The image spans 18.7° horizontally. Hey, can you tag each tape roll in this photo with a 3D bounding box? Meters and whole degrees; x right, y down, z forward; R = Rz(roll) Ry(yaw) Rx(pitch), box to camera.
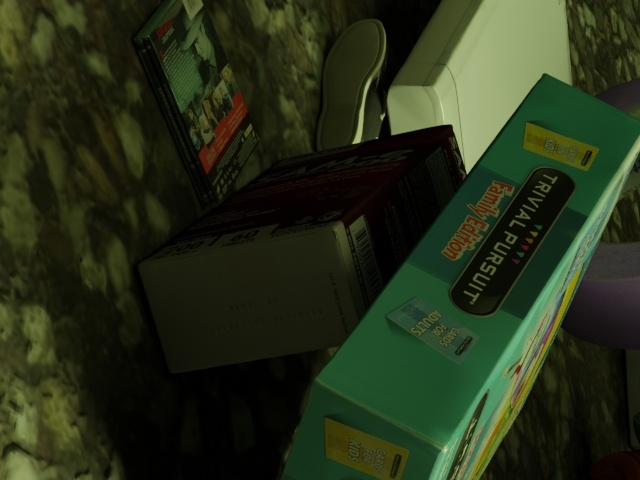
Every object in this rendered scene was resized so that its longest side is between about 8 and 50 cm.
[{"bbox_3d":[0.304,-0.032,1.718,0.090,0.275,0.275,60,30,-35],"label":"tape roll"}]

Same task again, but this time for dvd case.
[{"bbox_3d":[-0.075,-0.092,1.207,0.087,0.013,0.119,-63,138,-54],"label":"dvd case"}]

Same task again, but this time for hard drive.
[{"bbox_3d":[0.137,-0.110,1.569,0.353,0.047,0.233,-60,148,-51],"label":"hard drive"}]

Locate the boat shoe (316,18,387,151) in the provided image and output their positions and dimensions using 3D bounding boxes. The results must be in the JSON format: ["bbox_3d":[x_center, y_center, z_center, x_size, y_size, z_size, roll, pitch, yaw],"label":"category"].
[{"bbox_3d":[0.028,-0.103,1.404,0.038,0.046,0.125,51,40,-48],"label":"boat shoe"}]

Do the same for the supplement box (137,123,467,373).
[{"bbox_3d":[0.000,0.000,1.194,0.239,0.130,0.073,-41,118,-64],"label":"supplement box"}]

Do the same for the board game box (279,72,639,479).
[{"bbox_3d":[0.070,0.091,1.148,0.336,0.079,0.254,-51,164,-48],"label":"board game box"}]

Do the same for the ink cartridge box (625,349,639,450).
[{"bbox_3d":[0.369,0.173,2.044,0.198,0.067,0.115,40,44,-58],"label":"ink cartridge box"}]

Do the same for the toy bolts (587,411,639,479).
[{"bbox_3d":[0.375,0.202,1.866,0.228,0.158,0.218,28,10,-33],"label":"toy bolts"}]
